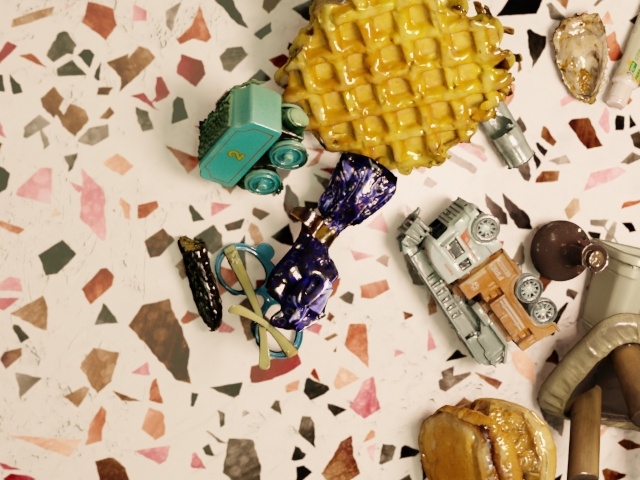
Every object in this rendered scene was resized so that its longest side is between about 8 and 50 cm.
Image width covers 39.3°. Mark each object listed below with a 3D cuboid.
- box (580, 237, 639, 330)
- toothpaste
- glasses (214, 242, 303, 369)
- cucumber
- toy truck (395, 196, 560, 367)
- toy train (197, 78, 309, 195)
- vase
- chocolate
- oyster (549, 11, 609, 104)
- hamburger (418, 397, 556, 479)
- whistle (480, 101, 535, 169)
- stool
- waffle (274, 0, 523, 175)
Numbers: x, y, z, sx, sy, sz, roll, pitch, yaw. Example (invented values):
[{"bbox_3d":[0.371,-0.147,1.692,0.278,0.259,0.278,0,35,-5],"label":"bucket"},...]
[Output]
[{"bbox_3d":[0.672,0.123,1.764,0.312,0.175,0.182,11,102,-14],"label":"box"},{"bbox_3d":[0.640,-0.407,1.759,0.056,0.058,0.314,22,85,29],"label":"toothpaste"},{"bbox_3d":[-0.123,0.129,1.578,0.102,0.207,0.239,-23,101,27],"label":"glasses"},{"bbox_3d":[-0.211,0.077,1.599,0.053,0.053,0.181,-16,101,-12],"label":"cucumber"},{"bbox_3d":[0.286,0.068,1.678,0.184,0.133,0.338,-37,105,2],"label":"toy truck"},{"bbox_3d":[-0.116,-0.169,1.525,0.163,0.203,0.112,18,50,-28],"label":"toy train"},{"bbox_3d":[0.474,0.025,1.690,0.120,0.183,0.120,-2,97,-13],"label":"vase"},{"bbox_3d":[-0.001,0.003,1.573,0.148,0.126,0.343,36,75,-15],"label":"chocolate"},{"bbox_3d":[0.508,-0.349,1.729,0.105,0.056,0.177,-23,100,1],"label":"oyster"},{"bbox_3d":[0.309,0.408,1.673,0.163,0.244,0.244,-15,99,-33],"label":"hamburger"},{"bbox_3d":[0.301,-0.276,1.683,0.062,0.062,0.312,-35,102,-8],"label":"whistle"},{"bbox_3d":[0.606,0.323,1.669,0.310,0.226,0.310,13,133,-13],"label":"stool"},{"bbox_3d":[0.128,-0.285,1.538,0.380,0.095,0.382,30,129,-15],"label":"waffle"}]
